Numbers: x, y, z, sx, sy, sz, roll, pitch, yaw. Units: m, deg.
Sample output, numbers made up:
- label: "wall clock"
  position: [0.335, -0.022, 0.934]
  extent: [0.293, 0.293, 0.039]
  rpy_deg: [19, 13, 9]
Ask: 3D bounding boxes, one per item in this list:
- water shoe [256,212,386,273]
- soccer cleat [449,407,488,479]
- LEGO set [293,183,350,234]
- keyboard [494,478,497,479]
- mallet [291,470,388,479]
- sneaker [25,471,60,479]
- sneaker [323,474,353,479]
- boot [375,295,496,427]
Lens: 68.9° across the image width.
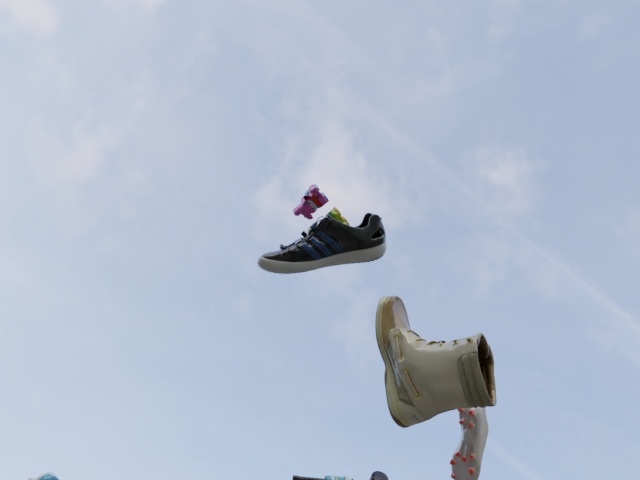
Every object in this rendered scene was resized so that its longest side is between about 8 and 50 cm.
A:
- label: "water shoe"
  position: [0.000, 0.000, 0.719]
  extent: [0.203, 0.073, 0.080]
  rpy_deg: [-8, -82, -13]
- label: "soccer cleat"
  position: [0.326, 0.436, 1.000]
  extent: [0.068, 0.076, 0.196]
  rpy_deg: [7, -88, 50]
- label: "LEGO set"
  position: [0.004, -0.036, 1.055]
  extent: [0.093, 0.087, 0.227]
  rpy_deg: [-38, -53, 8]
- label: "keyboard"
  position: [0.407, 0.632, 0.993]
  extent: [0.014, 0.256, 0.072]
  rpy_deg: [22, -76, -7]
- label: "mallet"
  position: [0.038, 0.489, 0.920]
  extent: [0.190, 0.039, 0.062]
  rpy_deg: [2, -73, -3]
- label: "sneaker"
  position: [-0.679, 0.600, 1.089]
  extent: [0.092, 0.087, 0.228]
  rpy_deg: [46, -61, 17]
- label: "sneaker"
  position: [0.012, 0.793, 1.372]
  extent: [0.110, 0.275, 0.106]
  rpy_deg: [5, -81, 20]
- label: "boot"
  position: [0.174, 0.164, 0.722]
  extent: [0.165, 0.213, 0.077]
  rpy_deg: [-28, -40, 32]
